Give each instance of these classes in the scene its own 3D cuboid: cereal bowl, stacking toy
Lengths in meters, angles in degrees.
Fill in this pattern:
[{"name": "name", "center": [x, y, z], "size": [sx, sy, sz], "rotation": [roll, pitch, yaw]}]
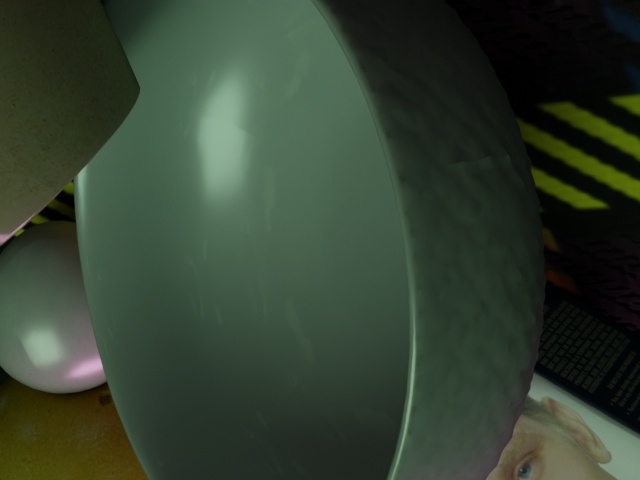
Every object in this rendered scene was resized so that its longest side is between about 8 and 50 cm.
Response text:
[{"name": "cereal bowl", "center": [0.000, 0.000, 0.721], "size": [0.339, 0.141, 0.339], "rotation": [21, 116, 53]}, {"name": "stacking toy", "center": [-0.170, 0.194, 1.088], "size": [0.351, 0.350, 0.480], "rotation": [6, 122, 25]}]

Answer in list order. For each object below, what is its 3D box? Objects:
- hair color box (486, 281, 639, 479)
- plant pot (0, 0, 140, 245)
[{"name": "hair color box", "center": [0.189, 0.166, 0.824], "size": [0.347, 0.105, 0.174], "rotation": [31, 122, 17]}, {"name": "plant pot", "center": [-0.226, -0.126, 0.663], "size": [0.274, 0.256, 0.256], "rotation": [45, 140, -17]}]
